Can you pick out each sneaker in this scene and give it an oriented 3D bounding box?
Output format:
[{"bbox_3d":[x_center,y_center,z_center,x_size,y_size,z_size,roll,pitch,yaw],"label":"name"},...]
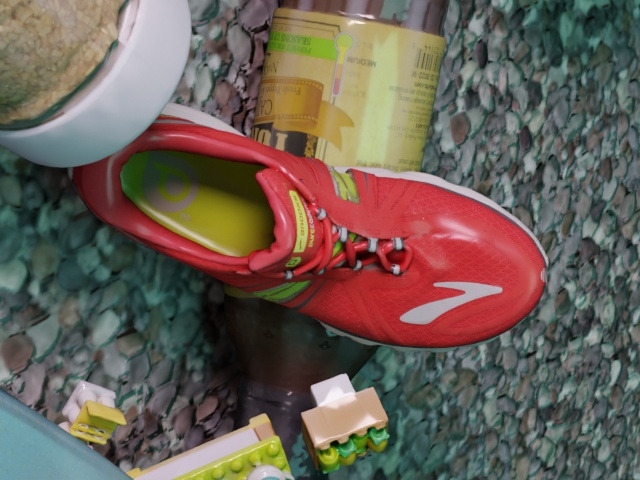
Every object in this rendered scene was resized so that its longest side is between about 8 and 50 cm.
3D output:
[{"bbox_3d":[-0.007,0.002,0.892,0.279,0.118,0.107,15,96,-4],"label":"sneaker"}]

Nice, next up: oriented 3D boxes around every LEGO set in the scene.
[{"bbox_3d":[-0.088,0.141,0.891,0.287,0.107,0.132,10,113,-25],"label":"LEGO set"}]

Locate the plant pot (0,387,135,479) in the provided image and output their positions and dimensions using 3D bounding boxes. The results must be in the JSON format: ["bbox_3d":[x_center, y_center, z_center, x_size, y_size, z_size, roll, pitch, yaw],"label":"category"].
[{"bbox_3d":[-0.196,0.121,0.725,0.234,0.165,0.165,26,83,-24],"label":"plant pot"}]

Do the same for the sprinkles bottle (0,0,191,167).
[{"bbox_3d":[-0.190,-0.149,0.660,0.355,0.121,0.121,38,73,-56],"label":"sprinkles bottle"}]

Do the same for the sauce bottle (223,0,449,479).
[{"bbox_3d":[0.000,0.000,1.005,0.111,0.111,0.344,6,95,-48],"label":"sauce bottle"}]
